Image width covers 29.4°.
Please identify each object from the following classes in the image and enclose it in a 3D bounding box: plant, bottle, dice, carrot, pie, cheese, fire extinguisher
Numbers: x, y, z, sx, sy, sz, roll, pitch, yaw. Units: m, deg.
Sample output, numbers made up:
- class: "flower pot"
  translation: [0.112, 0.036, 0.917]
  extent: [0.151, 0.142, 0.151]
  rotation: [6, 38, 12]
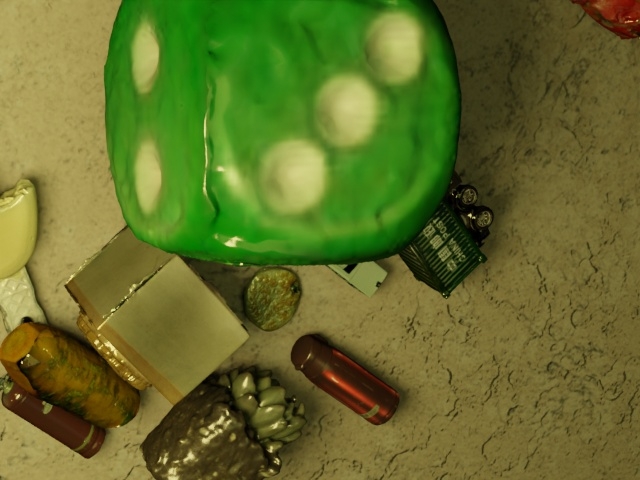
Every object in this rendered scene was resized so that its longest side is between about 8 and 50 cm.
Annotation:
- class: "plant"
  translation: [-0.116, 0.235, 1.488]
  extent: [0.194, 0.129, 0.132]
  rotation: [-39, 119, -8]
- class: "bottle"
  translation: [0.030, 0.178, 1.587]
  extent: [0.164, 0.060, 0.060]
  rotation: [37, 87, -30]
- class: "dice"
  translation: [-0.050, -0.134, 1.288]
  extent: [0.297, 0.287, 0.300]
  rotation: [-5, 98, -33]
- class: "carrot"
  translation: [-0.287, 0.156, 1.393]
  extent: [0.082, 0.082, 0.173]
  rotation: [-49, 131, -5]
- class: "pie"
  translation: [-0.061, 0.074, 1.529]
  extent: [0.085, 0.017, 0.085]
  rotation: [-9, 110, -26]
- class: "cheese"
  translation: [-0.355, 0.023, 1.345]
  extent: [0.127, 0.050, 0.235]
  rotation: [-23, 122, -18]
- class: "fire extinguisher"
  translation: [-0.320, 0.198, 1.423]
  extent: [0.158, 0.043, 0.064]
  rotation: [42, 55, -31]

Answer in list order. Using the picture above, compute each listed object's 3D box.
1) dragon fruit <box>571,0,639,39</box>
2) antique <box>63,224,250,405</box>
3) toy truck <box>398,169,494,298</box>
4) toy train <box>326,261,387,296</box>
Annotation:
- class: "dragon fruit"
  translation: [0.470, -0.331, 1.604]
  extent: [0.262, 0.134, 0.211]
  rotation: [-31, 121, -15]
- class: "antique"
  translation: [-0.193, 0.082, 1.392]
  extent: [0.148, 0.146, 0.152]
  rotation: [-43, 120, -5]
- class: "toy truck"
  translation: [0.120, -0.063, 1.538]
  extent: [0.121, 0.088, 0.259]
  rotation: [-43, 121, -9]
- class: "toy train"
  translation: [0.000, 0.000, 1.520]
  extent: [0.207, 0.047, 0.043]
  rotation: [38, 86, -32]
